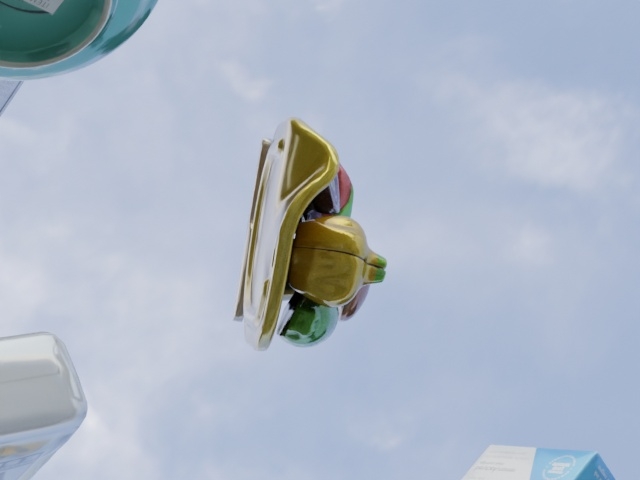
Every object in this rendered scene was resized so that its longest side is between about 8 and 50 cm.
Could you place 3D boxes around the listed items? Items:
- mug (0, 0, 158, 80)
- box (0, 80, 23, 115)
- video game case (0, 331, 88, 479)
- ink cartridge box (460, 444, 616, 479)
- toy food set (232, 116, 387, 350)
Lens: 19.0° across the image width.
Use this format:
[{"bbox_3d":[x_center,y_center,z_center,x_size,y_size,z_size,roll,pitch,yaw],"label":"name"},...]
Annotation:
[{"bbox_3d":[-0.140,-0.128,0.799,0.157,0.097,0.129,-13,-44,1],"label":"mug"},{"bbox_3d":[-0.208,-0.182,1.160,0.087,0.169,0.290,37,-84,14],"label":"box"},{"bbox_3d":[-0.189,0.090,0.413,0.206,0.227,0.026,-44,-118,47],"label":"video game case"},{"bbox_3d":[0.105,0.211,1.203,0.104,0.180,0.060,-4,-55,52],"label":"ink cartridge box"},{"bbox_3d":[0.000,0.000,1.074,0.071,0.218,0.128,9,-89,-6],"label":"toy food set"}]
